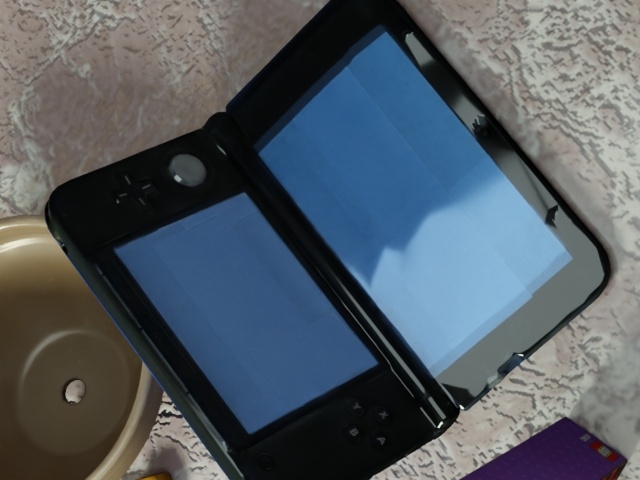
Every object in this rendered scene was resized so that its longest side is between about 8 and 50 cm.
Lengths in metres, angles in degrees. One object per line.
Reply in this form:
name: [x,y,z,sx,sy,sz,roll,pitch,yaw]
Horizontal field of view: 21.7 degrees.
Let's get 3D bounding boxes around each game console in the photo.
game console: [0.000,0.000,1.144,0.293,0.250,0.173,52,140,16]

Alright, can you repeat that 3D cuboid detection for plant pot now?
plant pot: [-0.211,0.107,1.274,0.237,0.110,0.237,-7,72,21]

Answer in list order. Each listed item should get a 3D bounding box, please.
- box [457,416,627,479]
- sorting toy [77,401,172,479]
box: [0.083,0.229,1.037,0.057,0.293,0.201,35,109,19]
sorting toy: [-0.265,0.220,1.366,0.307,0.041,0.229,-35,77,26]
